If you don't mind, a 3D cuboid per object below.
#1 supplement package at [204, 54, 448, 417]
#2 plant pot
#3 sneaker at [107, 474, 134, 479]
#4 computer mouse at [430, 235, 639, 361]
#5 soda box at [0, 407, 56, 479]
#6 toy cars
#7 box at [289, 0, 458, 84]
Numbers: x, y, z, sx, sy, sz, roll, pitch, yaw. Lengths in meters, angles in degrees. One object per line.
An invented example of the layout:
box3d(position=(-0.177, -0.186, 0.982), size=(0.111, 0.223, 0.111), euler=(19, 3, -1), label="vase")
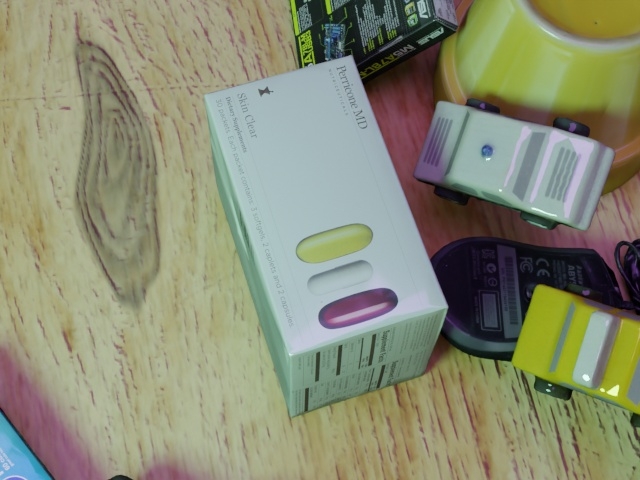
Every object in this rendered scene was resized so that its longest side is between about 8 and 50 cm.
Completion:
box3d(position=(0.000, 0.000, 1.139), size=(0.145, 0.204, 0.262), euler=(-17, 69, -8), label="supplement package")
box3d(position=(0.249, -0.198, 1.207), size=(0.254, 0.239, 0.254), euler=(1, 67, -2), label="plant pot")
box3d(position=(-0.087, 0.272, 1.099), size=(0.234, 0.078, 0.106), euler=(35, 69, 8), label="sneaker")
box3d(position=(0.221, 0.074, 1.192), size=(0.272, 0.072, 0.189), euler=(9, 66, -11), label="computer mouse")
box3d(position=(-0.299, 0.212, 1.120), size=(0.071, 0.067, 0.210), euler=(-38, 73, -14), label="soda box")
box3d(position=(0.203, 0.009, 1.068), size=(0.176, 0.087, 0.394), euler=(-35, 64, 21), label="toy cars")
box3d(position=(0.047, -0.265, 1.276), size=(0.045, 0.184, 0.191), euler=(14, 59, -44), label="box")
